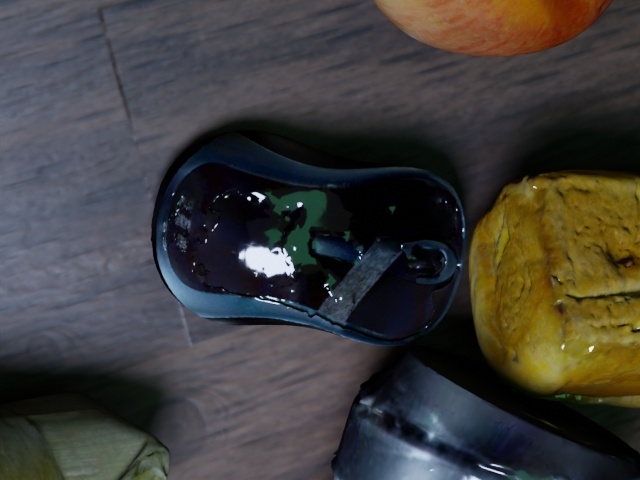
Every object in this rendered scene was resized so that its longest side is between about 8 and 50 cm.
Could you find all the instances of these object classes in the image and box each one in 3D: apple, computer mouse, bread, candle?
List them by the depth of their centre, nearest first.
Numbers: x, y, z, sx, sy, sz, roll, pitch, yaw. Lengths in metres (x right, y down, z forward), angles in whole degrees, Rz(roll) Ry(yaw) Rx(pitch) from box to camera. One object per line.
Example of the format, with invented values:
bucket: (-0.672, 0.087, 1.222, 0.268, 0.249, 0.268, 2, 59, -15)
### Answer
apple: (0.119, -0.219, 1.000, 0.209, 0.164, 0.209, -8, 118, -15)
computer mouse: (0.000, 0.000, 1.055, 0.233, 0.096, 0.137, 6, 100, -18)
candle: (0.084, 0.263, 1.076, 0.221, 0.221, 0.342, 17, 98, -20)
bread: (0.260, 0.032, 1.106, 0.294, 0.167, 0.132, 2, 145, -22)

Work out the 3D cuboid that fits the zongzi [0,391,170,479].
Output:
zongzi: (-0.304, 0.287, 0.958, 0.356, 0.174, 0.393, 6, 107, -37)
